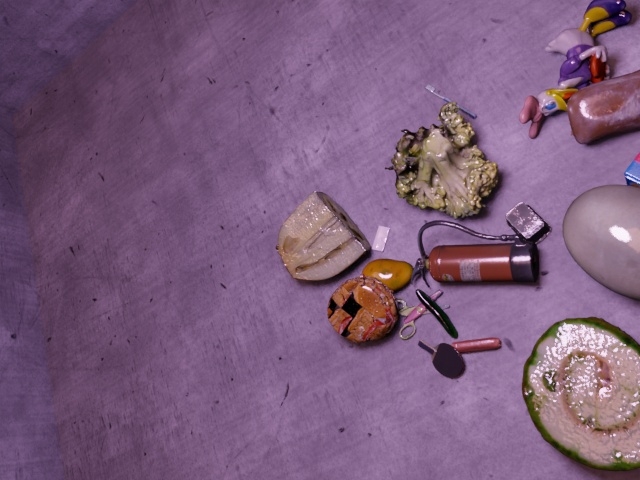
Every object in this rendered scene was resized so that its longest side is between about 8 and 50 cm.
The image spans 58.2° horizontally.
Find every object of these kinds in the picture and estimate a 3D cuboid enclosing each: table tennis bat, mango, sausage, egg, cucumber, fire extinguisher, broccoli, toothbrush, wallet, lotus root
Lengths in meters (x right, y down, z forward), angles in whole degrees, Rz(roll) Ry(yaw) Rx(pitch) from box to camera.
[{"bbox_3d":[0.355,0.342,1.703,0.158,0.014,0.095,31,115,39],"label":"table tennis bat"},{"bbox_3d":[0.210,0.113,1.818,0.163,0.089,0.111,7,82,25],"label":"mango"},{"bbox_3d":[0.446,0.302,1.661,0.147,0.035,0.030,-14,94,27],"label":"sausage"},{"bbox_3d":[0.769,0.006,1.409,0.352,0.258,0.258,43,101,29],"label":"egg"},{"bbox_3d":[0.350,0.216,1.725,0.036,0.033,0.184,-36,71,-10],"label":"cucumber"},{"bbox_3d":[0.431,0.036,1.680,0.376,0.113,0.200,-5,87,30],"label":"fire extinguisher"},{"bbox_3d":[0.350,-0.219,1.698,0.293,0.281,0.347,-30,62,8],"label":"broccoli"},{"bbox_3d":[0.424,-0.455,1.877,0.019,0.016,0.219,-48,58,2],"label":"toothbrush"},{"bbox_3d":[0.199,-0.005,1.898,0.044,0.011,0.083,15,85,33],"label":"wallet"},{"bbox_3d":[-0.001,0.017,1.940,0.260,0.149,0.267,-45,78,18],"label":"lotus root"}]

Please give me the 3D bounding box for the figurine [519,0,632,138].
[{"bbox_3d":[0.712,-0.494,1.634,0.193,0.154,0.420,22,88,38],"label":"figurine"}]

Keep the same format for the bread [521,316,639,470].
[{"bbox_3d":[0.706,0.374,1.428,0.382,0.129,0.366,-9,73,28],"label":"bread"}]

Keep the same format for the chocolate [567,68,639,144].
[{"bbox_3d":[0.798,-0.355,1.527,0.261,0.083,0.161,-20,104,13],"label":"chocolate"}]

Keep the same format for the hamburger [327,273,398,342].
[{"bbox_3d":[0.135,0.218,1.782,0.231,0.107,0.231,8,107,29],"label":"hamburger"}]

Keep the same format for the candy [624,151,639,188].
[{"bbox_3d":[0.905,-0.246,1.451,0.100,0.157,0.306,40,99,32],"label":"candy"}]

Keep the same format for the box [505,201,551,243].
[{"bbox_3d":[0.588,-0.050,1.643,0.084,0.069,0.122,-45,60,14],"label":"box"}]

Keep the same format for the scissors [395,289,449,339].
[{"bbox_3d":[0.304,0.215,1.774,0.187,0.020,0.133,-29,71,21],"label":"scissors"}]
